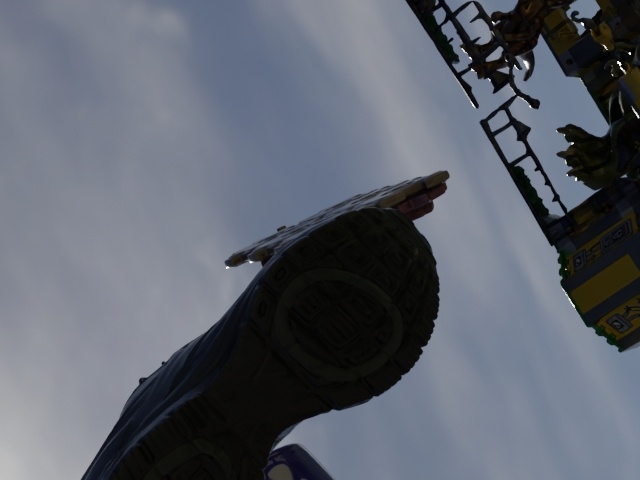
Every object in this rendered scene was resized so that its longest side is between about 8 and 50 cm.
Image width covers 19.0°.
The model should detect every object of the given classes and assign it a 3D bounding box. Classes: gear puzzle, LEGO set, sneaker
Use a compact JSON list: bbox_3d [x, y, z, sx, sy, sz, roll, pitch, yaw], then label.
[{"bbox_3d":[0.000,0.000,1.873,0.044,0.175,0.339,66,160,-4],"label":"gear puzzle"},{"bbox_3d":[0.188,-0.119,0.972,0.255,0.192,0.331,5,-126,-53],"label":"LEGO set"},{"bbox_3d":[-0.049,0.082,1.117,0.286,0.130,0.109,-43,-73,-22],"label":"sneaker"}]

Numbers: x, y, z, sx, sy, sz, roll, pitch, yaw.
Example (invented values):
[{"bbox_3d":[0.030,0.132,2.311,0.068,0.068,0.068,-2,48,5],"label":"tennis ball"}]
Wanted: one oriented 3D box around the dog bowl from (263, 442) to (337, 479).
[{"bbox_3d":[-0.086,0.355,2.185,0.104,0.265,0.265,48,-167,15],"label":"dog bowl"}]
